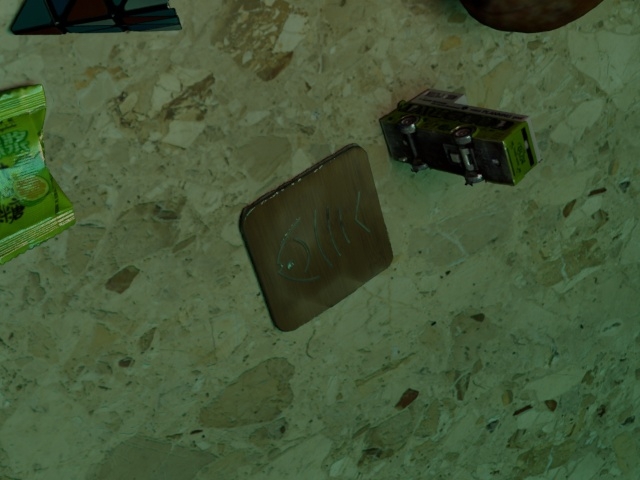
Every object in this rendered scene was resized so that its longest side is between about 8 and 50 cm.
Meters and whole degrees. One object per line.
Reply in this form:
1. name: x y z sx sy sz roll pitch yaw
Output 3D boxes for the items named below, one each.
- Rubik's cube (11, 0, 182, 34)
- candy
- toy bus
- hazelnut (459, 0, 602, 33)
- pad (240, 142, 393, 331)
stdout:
1. Rubik's cube: -0.296 -0.340 1.741 0.250 0.284 0.234 -38 155 13
2. candy: -0.447 -0.099 1.733 0.149 0.069 0.246 -24 121 -24
3. toy bus: 0.253 -0.183 2.075 0.139 0.302 0.113 -38 124 -26
4. hazelnut: 0.362 -0.548 1.961 0.359 0.359 0.409 -1 129 -37
5. pad: 0.000 0.000 2.144 0.284 0.018 0.286 -32 125 -23
